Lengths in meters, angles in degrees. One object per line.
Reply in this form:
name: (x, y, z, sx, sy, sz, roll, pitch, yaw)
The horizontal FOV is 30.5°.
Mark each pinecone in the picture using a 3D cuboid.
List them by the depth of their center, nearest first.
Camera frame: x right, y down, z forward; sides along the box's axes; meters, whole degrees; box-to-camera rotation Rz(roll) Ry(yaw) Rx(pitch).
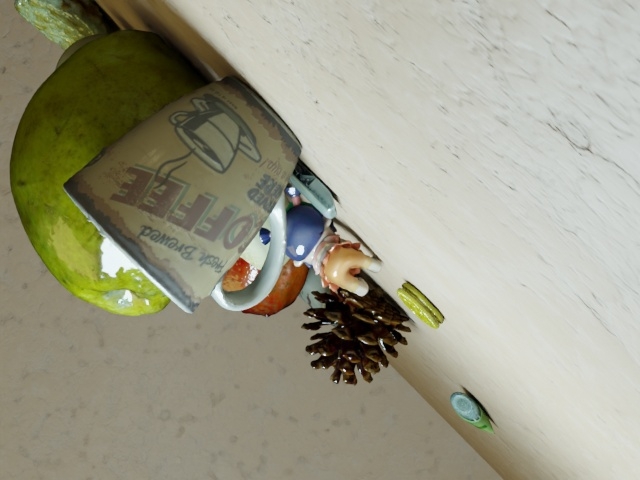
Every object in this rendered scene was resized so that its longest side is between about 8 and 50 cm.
pinecone: (0.056, 0.167, 2.128, 0.208, 0.208, 0.208, 45, 175, 5)

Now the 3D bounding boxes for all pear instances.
pear: (-0.292, -0.100, 1.735, 0.352, 0.351, 0.414, 70, -166, -80)

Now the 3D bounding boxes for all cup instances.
cup: (-0.133, -0.047, 1.499, 0.301, 0.257, 0.227, 50, 176, -33)

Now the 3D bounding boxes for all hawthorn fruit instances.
hawthorn fruit: (-0.106, 0.019, 2.224, 0.215, 0.250, 0.215, 18, -159, -7)

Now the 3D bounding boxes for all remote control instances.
remote control: (-0.038, -0.097, 1.623, 0.166, 0.029, 0.065, 45, 176, 9)

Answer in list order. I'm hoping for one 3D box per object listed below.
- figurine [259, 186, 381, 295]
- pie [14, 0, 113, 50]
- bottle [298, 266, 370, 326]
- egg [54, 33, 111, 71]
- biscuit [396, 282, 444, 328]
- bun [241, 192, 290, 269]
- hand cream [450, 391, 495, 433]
figurine: (0.000, 0.000, 1.808, 0.102, 0.111, 0.195, 25, -172, -45)
pie: (-0.471, -0.415, 2.271, 0.257, 0.105, 0.274, 33, 171, 24)
bottle: (0.002, 0.079, 2.327, 0.110, 0.110, 0.233, 48, 174, -34)
egg: (-0.357, -0.256, 2.083, 0.253, 0.188, 0.188, 43, 178, -39)
biscuit: (0.147, 0.096, 1.717, 0.084, 0.023, 0.084, 44, 174, 6)
bun: (-0.137, -0.074, 1.999, 0.287, 0.146, 0.287, 43, 173, 7)
hand cream: (0.307, 0.351, 2.398, 0.095, 0.046, 0.175, 40, 176, 25)
